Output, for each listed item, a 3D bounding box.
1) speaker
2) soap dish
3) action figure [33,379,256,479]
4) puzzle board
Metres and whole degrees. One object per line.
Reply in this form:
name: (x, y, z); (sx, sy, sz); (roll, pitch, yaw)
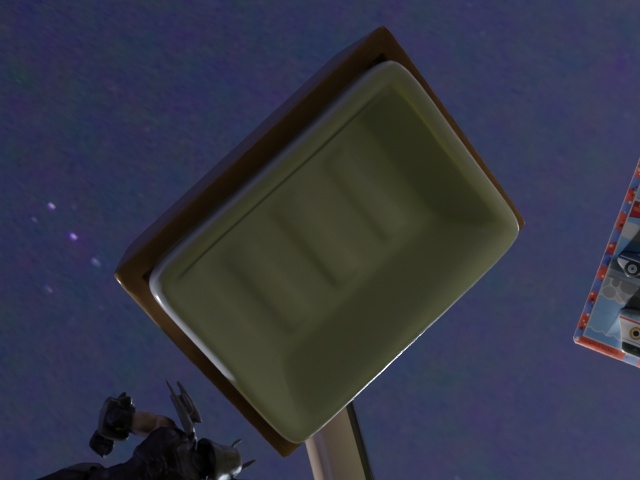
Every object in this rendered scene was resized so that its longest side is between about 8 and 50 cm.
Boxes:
speaker: (0.014, 0.189, 1.323); (0.055, 0.136, 0.055); (-11, -33, -7)
soap dish: (0.000, 0.000, 1.196); (0.291, 0.118, 0.229); (-44, -63, -8)
action figure: (-0.194, 0.223, 1.258); (0.285, 0.185, 0.099); (-13, -39, -13)
puzzle board: (0.186, 0.024, 0.632); (0.011, 0.128, 0.096); (-20, -51, -71)
